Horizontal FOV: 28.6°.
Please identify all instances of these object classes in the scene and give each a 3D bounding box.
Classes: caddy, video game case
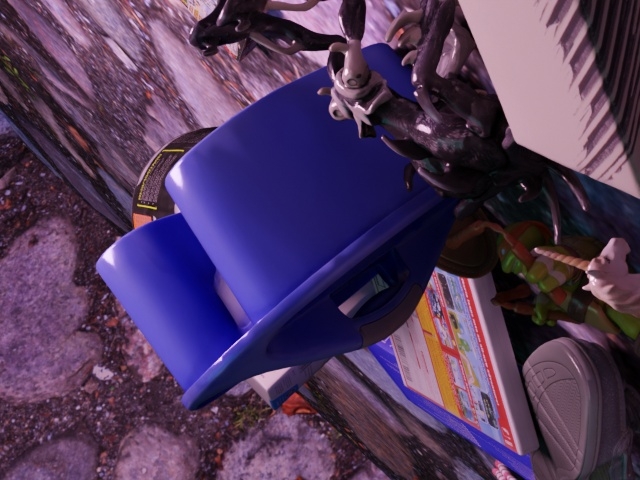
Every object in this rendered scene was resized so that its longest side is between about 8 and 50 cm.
[{"bbox_3d":[0.000,0.000,0.960,0.179,0.341,0.241,49,131,6],"label":"caddy"},{"bbox_3d":[0.128,0.095,1.331,0.285,0.025,0.204,22,132,69],"label":"video game case"}]

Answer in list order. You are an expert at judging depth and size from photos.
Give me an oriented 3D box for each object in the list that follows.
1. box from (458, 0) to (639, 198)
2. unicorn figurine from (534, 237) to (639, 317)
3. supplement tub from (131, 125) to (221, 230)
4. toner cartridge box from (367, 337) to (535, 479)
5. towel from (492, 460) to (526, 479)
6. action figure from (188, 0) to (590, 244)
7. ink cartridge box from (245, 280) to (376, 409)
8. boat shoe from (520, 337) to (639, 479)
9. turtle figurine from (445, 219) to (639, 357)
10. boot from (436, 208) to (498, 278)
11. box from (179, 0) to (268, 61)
[{"bbox_3d":[0.115,-0.152,0.560,0.094,0.113,0.275,32,164,42],"label":"box"},{"bbox_3d":[0.229,0.027,0.770,0.162,0.111,0.060,48,168,-16],"label":"unicorn figurine"},{"bbox_3d":[-0.097,-0.029,1.441,0.207,0.207,0.338,49,168,-17],"label":"supplement tub"},{"bbox_3d":[0.194,0.189,1.522,0.348,0.075,0.165,29,162,53],"label":"toner cartridge box"},{"bbox_3d":[0.297,0.321,1.535,0.144,0.029,0.197,23,-179,-7],"label":"towel"},{"bbox_3d":[0.061,-0.115,0.805,0.275,0.141,0.164,30,160,2],"label":"action figure"},{"bbox_3d":[-0.021,0.122,1.706,0.086,0.203,0.148,44,168,15],"label":"ink cartridge box"},{"bbox_3d":[0.269,0.188,1.240,0.320,0.103,0.118,74,168,-50],"label":"boat shoe"},{"bbox_3d":[0.214,0.046,0.951,0.217,0.087,0.269,36,176,18],"label":"turtle figurine"},{"bbox_3d":[0.095,-0.017,1.205,0.197,0.073,0.152,39,174,21],"label":"boot"},{"bbox_3d":[-0.095,-0.228,1.197,0.094,0.027,0.137,46,168,-1],"label":"box"}]
